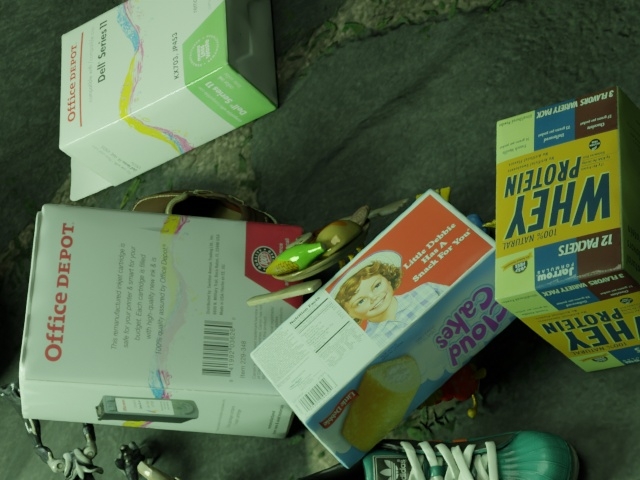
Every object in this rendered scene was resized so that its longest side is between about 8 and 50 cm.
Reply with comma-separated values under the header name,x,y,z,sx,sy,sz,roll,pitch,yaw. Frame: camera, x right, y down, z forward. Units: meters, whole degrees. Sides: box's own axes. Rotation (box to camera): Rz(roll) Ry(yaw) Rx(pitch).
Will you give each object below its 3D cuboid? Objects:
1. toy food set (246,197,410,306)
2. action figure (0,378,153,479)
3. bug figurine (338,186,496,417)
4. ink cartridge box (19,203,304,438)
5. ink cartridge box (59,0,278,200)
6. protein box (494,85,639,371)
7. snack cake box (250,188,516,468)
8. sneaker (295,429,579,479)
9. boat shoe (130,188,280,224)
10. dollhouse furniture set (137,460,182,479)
name,x,y,z,sx,sy,sz,roll,pitch,yaw
toy food set,0.000,0.000,1.808,0.132,0.038,0.192,-16,19,46
action figure,-0.274,0.279,1.944,0.164,0.141,0.275,-21,88,-3
bug figurine,0.092,0.082,1.814,0.216,0.072,0.279,-10,53,27
ink cartridge box,-0.176,0.092,1.870,0.306,0.131,0.226,5,60,-5
ink cartridge box,-0.237,-0.215,2.226,0.353,0.119,0.207,-24,52,26
protein box,0.278,-0.006,1.630,0.136,0.200,0.201,-16,56,32
snack cake box,0.072,0.087,1.693,0.264,0.089,0.152,-42,33,-2
sneaker,0.107,0.252,1.666,0.302,0.121,0.108,-21,53,28
boat shoe,-0.159,-0.031,2.069,0.257,0.095,0.095,6,69,41
dollhouse furniture set,-0.180,0.453,1.737,0.303,0.174,0.355,29,84,45
